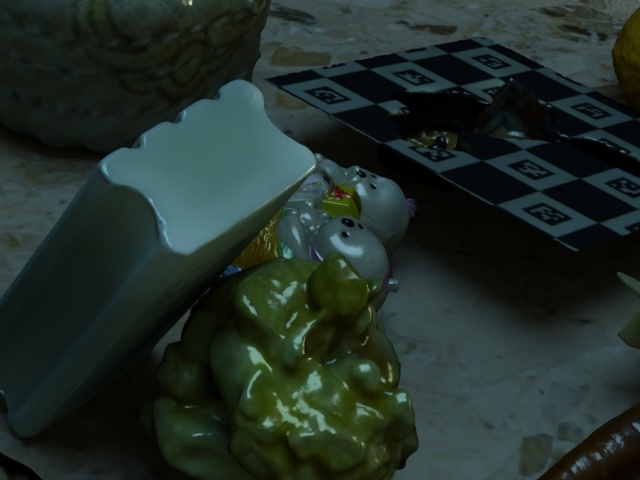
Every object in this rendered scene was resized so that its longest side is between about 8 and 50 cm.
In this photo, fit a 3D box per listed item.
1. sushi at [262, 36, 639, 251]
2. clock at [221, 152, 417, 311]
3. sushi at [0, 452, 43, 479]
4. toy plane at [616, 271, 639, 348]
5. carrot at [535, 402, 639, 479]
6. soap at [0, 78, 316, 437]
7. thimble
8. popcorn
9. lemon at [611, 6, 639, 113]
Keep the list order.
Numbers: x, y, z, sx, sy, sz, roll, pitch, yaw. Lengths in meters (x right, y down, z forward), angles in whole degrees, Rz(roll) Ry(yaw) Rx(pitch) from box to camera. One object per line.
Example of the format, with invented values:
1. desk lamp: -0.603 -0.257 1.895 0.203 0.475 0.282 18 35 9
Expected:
1. sushi: 0.179 -0.074 1.603 0.359 0.064 0.343 30 30 32
2. clock: 0.000 0.000 1.430 0.144 0.103 0.231 6 34 8
3. sushi: -0.305 0.184 1.043 0.343 0.182 0.196 26 43 21
4. toy plane: 0.330 0.119 1.337 0.256 0.104 0.242 42 14 24
5. carrot: 0.198 0.171 1.302 0.216 0.048 0.048 -24 48 -33
6. soap: -0.132 0.017 1.224 0.087 0.265 0.160 49 44 5
7. thimble: -0.190 -0.221 1.606 0.291 0.195 0.291 9 39 -8
8. popcorn: -0.018 0.097 1.227 0.167 0.185 0.187 8 0 -40
9. lemon: 0.363 -0.181 1.738 0.142 0.142 0.187 19 25 12
